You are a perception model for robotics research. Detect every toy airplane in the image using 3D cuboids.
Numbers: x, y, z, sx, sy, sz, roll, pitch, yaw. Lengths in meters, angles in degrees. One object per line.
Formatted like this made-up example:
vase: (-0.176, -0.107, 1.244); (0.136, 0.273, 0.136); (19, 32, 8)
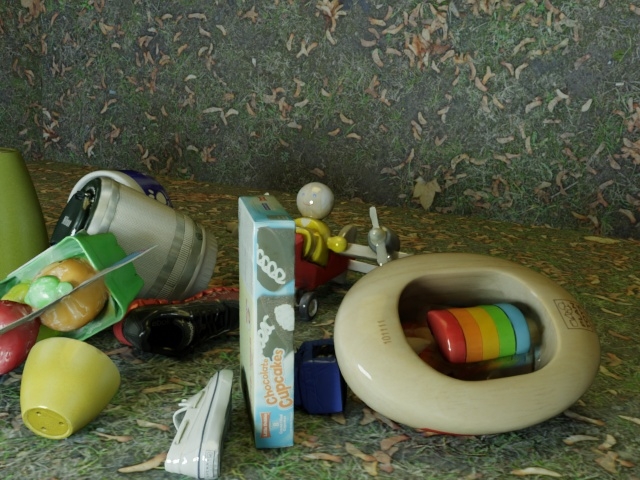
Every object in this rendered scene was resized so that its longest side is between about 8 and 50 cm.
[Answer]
toy airplane: (0.000, 0.000, 1.643); (0.386, 0.272, 0.384); (-1, 13, -17)

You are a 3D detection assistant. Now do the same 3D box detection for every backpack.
backpack: (-0.007, 0.206, 1.138); (0.101, 0.098, 0.120); (1, 14, 3)

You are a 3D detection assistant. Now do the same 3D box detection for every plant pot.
plant pot: (-0.773, -0.066, 1.676); (0.274, 0.294, 0.275); (3, 13, -1)
plant pot: (-0.357, 0.214, 0.988); (0.134, 0.134, 0.095); (5, 38, 6)

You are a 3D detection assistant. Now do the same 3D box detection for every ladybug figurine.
ladybug figurine: (0.223, 0.166, 1.104); (0.449, 0.162, 0.305); (0, 50, -20)

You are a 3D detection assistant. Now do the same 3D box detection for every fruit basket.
fruit basket: (-0.460, 0.109, 1.109); (0.327, 0.165, 0.353); (-27, 1, 30)

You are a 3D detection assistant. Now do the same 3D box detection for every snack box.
snack box: (-0.080, 0.109, 1.035); (0.060, 0.322, 0.187); (-2, 15, -12)

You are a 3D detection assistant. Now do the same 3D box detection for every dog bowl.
dog bowl: (-0.469, -0.034, 1.683); (0.265, 0.265, 0.104); (11, 13, 29)

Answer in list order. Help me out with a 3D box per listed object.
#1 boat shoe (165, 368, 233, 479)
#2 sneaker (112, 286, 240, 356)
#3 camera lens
boat shoe: (-0.163, 0.239, 0.983); (0.075, 0.083, 0.226); (4, 14, -3)
sneaker: (-0.230, 0.152, 1.316); (0.276, 0.098, 0.135); (-7, 16, -30)
camera lens: (-0.369, 0.018, 1.406); (0.274, 0.219, 0.219); (27, 0, -30)
